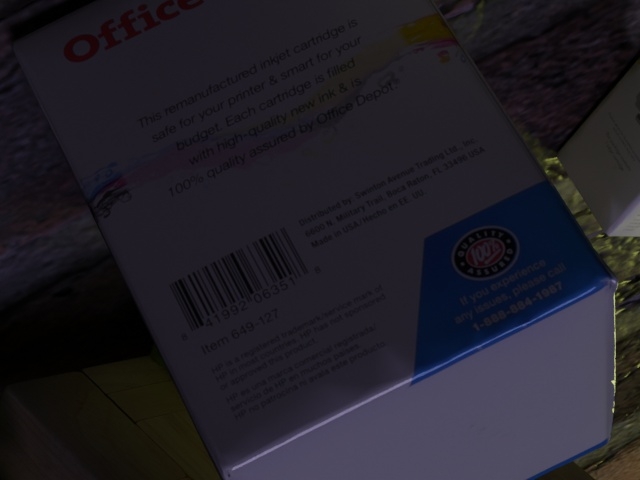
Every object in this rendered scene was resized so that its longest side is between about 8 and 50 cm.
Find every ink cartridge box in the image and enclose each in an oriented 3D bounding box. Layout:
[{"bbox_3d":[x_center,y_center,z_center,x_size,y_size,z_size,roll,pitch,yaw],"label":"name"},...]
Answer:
[{"bbox_3d":[0.000,0.000,0.814,0.171,0.233,0.168,-26,151,-5],"label":"ink cartridge box"},{"bbox_3d":[0.240,-0.088,1.036,0.115,0.067,0.198,1,140,-40],"label":"ink cartridge box"}]

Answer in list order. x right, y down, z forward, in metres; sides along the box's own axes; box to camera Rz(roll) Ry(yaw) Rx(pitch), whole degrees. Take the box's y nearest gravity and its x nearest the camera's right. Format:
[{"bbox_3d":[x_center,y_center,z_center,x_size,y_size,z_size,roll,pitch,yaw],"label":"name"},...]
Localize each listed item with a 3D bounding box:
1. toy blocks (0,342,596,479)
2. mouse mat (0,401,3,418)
[{"bbox_3d":[0.010,0.163,0.970,0.381,0.261,0.191,-8,127,-45],"label":"toy blocks"},{"bbox_3d":[-0.259,0.086,0.904,0.189,0.007,0.153,-20,132,-5],"label":"mouse mat"}]
